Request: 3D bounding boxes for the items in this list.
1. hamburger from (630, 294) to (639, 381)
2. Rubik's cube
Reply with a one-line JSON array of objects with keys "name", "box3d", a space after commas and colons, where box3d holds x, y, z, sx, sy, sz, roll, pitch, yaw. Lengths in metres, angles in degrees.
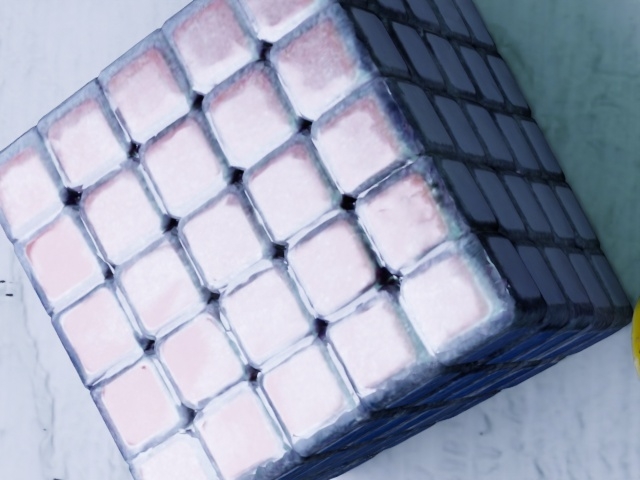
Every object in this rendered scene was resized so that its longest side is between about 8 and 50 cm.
[{"name": "hamburger", "box3d": [0.234, 0.047, 0.910, 0.126, 0.081, 0.141, 47, 109, 17]}, {"name": "Rubik's cube", "box3d": [0.000, 0.000, 0.936, 0.237, 0.237, 0.238, -32, 77, 20]}]
